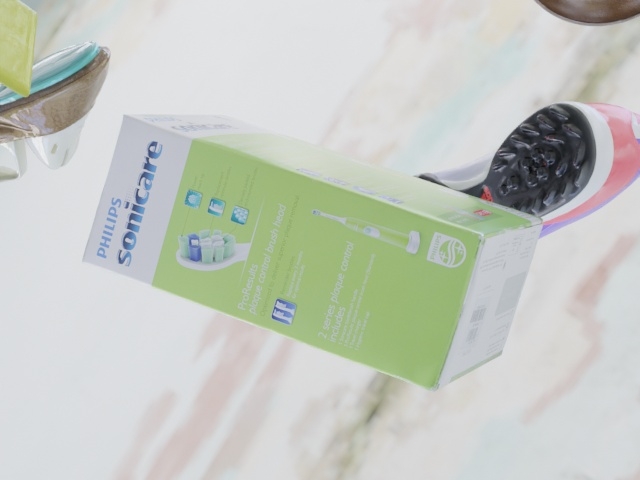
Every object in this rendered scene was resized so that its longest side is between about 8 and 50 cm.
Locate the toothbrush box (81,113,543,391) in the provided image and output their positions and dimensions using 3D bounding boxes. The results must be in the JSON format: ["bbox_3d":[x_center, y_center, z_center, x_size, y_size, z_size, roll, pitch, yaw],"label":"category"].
[{"bbox_3d":[0.000,0.000,1.444,0.206,0.283,0.122,-13,122,-72],"label":"toothbrush box"}]

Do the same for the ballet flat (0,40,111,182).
[{"bbox_3d":[-0.354,-0.129,2.195,0.342,0.124,0.116,-15,-154,28],"label":"ballet flat"}]

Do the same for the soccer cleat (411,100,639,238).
[{"bbox_3d":[0.164,-0.031,1.674,0.318,0.116,0.108,-32,-113,48],"label":"soccer cleat"}]

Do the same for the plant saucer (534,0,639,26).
[{"bbox_3d":[0.375,-0.434,2.523,0.310,0.310,0.050,-53,-149,6],"label":"plant saucer"}]

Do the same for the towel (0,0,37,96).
[{"bbox_3d":[-0.359,-0.227,1.817,0.021,0.237,0.102,-18,-124,33],"label":"towel"}]
